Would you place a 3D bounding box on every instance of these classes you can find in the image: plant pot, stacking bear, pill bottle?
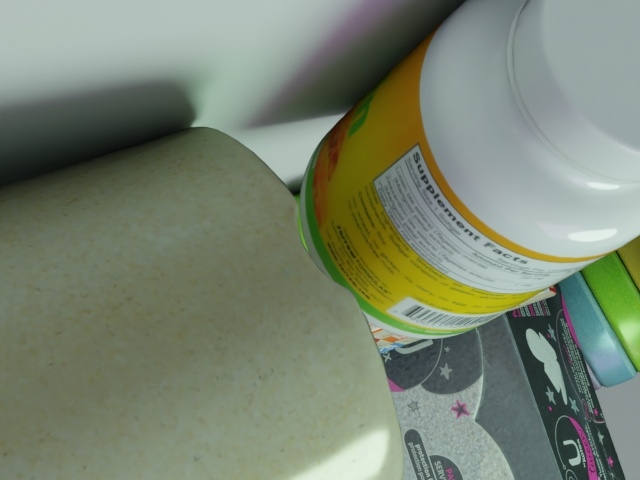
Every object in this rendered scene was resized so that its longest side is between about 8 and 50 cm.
[{"bbox_3d":[-0.143,0.102,0.808,0.305,0.334,0.334,-26,172,-20],"label":"plant pot"},{"bbox_3d":[0.291,0.039,1.518,0.289,0.175,0.164,-30,134,7],"label":"stacking bear"},{"bbox_3d":[0.094,-0.046,0.812,0.136,0.136,0.245,-13,168,-26],"label":"pill bottle"}]

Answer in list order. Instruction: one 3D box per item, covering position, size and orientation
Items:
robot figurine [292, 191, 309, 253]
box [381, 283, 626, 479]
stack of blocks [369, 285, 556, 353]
[{"bbox_3d":[0.000,0.000,1.070,0.115,0.067,0.101,-16,167,-13],"label":"robot figurine"},{"bbox_3d":[0.124,0.121,1.392,0.163,0.247,0.142,-24,166,27],"label":"box"},{"bbox_3d":[0.012,0.042,1.244,0.297,0.087,0.171,-20,169,13],"label":"stack of blocks"}]
